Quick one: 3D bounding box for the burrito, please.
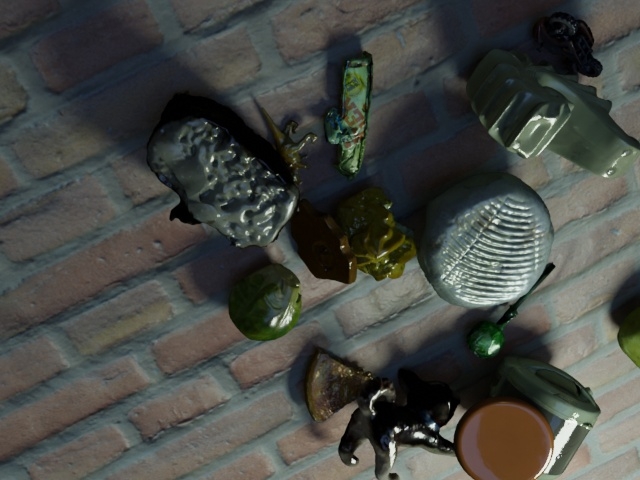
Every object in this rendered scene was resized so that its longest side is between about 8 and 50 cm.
[{"bbox_3d":[0.058,-0.270,1.603,0.104,0.054,0.288,-3,114,-15],"label":"burrito"}]

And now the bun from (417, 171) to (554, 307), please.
[{"bbox_3d":[0.385,-0.010,1.737,0.354,0.194,0.354,-7,118,-13],"label":"bun"}]

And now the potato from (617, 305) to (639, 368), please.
[{"bbox_3d":[0.980,0.285,2.041,0.304,0.216,0.216,27,103,-28],"label":"potato"}]

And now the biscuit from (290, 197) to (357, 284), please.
[{"bbox_3d":[0.002,-0.001,1.647,0.034,0.182,0.215,-38,118,-33],"label":"biscuit"}]

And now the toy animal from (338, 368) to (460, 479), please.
[{"bbox_3d":[0.231,0.452,1.887,0.344,0.194,0.302,-16,118,-29],"label":"toy animal"}]

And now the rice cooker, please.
[{"bbox_3d":[0.579,0.465,1.964,0.288,0.288,0.277,20,103,-23],"label":"rice cooker"}]

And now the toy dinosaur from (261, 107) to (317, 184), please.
[{"bbox_3d":[-0.084,-0.204,1.601,0.162,0.039,0.126,21,107,-22],"label":"toy dinosaur"}]

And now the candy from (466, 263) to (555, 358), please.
[{"bbox_3d":[0.516,0.183,1.937,0.323,0.097,0.097,-47,117,-1],"label":"candy"}]

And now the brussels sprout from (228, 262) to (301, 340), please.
[{"bbox_3d":[-0.121,0.147,1.691,0.181,0.144,0.161,-39,84,16],"label":"brussels sprout"}]

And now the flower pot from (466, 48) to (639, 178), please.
[{"bbox_3d":[0.516,-0.278,1.617,0.367,0.254,0.164,12,129,-23],"label":"flower pot"}]

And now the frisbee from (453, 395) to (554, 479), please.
[{"bbox_3d":[0.463,0.514,1.840,0.251,0.021,0.250,1,99,6],"label":"frisbee"}]

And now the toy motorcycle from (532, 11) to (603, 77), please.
[{"bbox_3d":[0.559,-0.445,1.655,0.212,0.118,0.084,38,78,-39],"label":"toy motorcycle"}]

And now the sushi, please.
[{"bbox_3d":[-0.208,-0.136,1.508,0.234,0.207,0.348,-39,113,16],"label":"sushi"}]

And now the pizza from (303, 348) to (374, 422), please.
[{"bbox_3d":[0.047,0.376,1.885,0.193,0.053,0.201,6,100,-17],"label":"pizza"}]

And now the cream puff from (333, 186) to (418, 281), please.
[{"bbox_3d":[0.121,-0.001,1.677,0.195,0.194,0.221,-41,115,4],"label":"cream puff"}]
